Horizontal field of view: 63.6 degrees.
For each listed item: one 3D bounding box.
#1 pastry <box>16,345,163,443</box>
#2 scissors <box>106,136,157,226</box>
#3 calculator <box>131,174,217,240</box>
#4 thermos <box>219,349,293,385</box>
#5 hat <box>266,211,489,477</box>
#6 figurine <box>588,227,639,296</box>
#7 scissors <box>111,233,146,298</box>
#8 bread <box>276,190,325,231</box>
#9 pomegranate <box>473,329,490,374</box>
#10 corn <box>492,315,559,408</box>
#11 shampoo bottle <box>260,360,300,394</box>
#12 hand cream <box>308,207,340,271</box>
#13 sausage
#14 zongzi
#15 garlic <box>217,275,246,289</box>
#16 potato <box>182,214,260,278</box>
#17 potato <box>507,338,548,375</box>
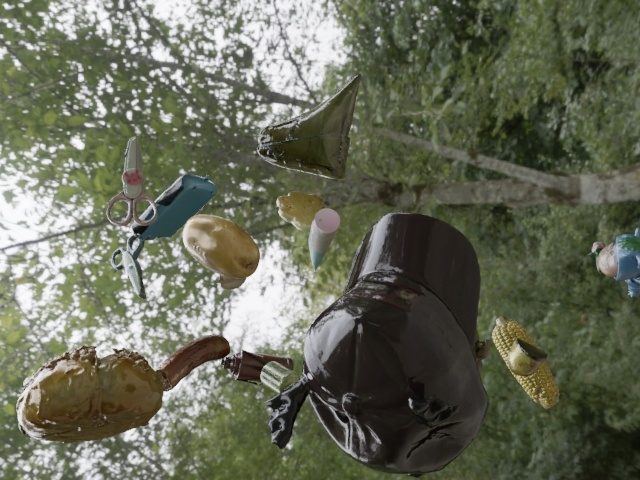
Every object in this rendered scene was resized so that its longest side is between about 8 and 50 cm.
[{"bbox_3d":[-0.541,0.355,1.227,0.284,0.315,0.184,113,147,-50],"label":"pastry"},{"bbox_3d":[-0.471,-0.151,1.303,0.030,0.118,0.242,119,148,-67],"label":"scissors"},{"bbox_3d":[-0.432,-0.095,1.531,0.293,0.051,0.173,-40,-16,16],"label":"calculator"},{"bbox_3d":[-0.211,0.410,1.677,0.124,0.232,0.099,-162,84,-77],"label":"thermos"},{"bbox_3d":[0.067,0.124,0.614,0.209,0.238,0.336,10,-96,-58],"label":"hat"},{"bbox_3d":[0.687,0.059,1.170,0.178,0.144,0.114,46,-119,-37],"label":"figurine"},{"bbox_3d":[-0.591,0.088,1.631,0.138,0.289,0.041,-40,-43,2],"label":"scissors"},{"bbox_3d":[-0.054,-0.093,1.686,0.251,0.182,0.039,-110,29,-56],"label":"bread"},{"bbox_3d":[0.127,0.203,0.922,0.260,0.340,0.260,3,-94,-48],"label":"pomegranate"},{"bbox_3d":[0.729,0.428,1.843,0.347,0.130,0.130,65,-175,27],"label":"corn"},{"bbox_3d":[-0.106,0.418,1.527,0.079,0.162,0.079,-9,-76,-38],"label":"shampoo bottle"},{"bbox_3d":[0.000,0.000,1.484,0.312,0.070,0.111,112,148,-71],"label":"hand cream"},{"bbox_3d":[-0.370,0.344,1.518,0.302,0.076,0.103,-25,-48,-58],"label":"sausage"},{"bbox_3d":[-0.038,-0.415,1.764,0.160,0.323,0.360,-32,-45,-80],"label":"zongzi"},{"bbox_3d":[-0.377,0.160,2.244,0.087,0.101,0.195,-44,7,34],"label":"garlic"},{"bbox_3d":[-0.205,0.009,1.056,0.109,0.178,0.118,-65,-21,4],"label":"potato"},{"bbox_3d":[0.572,0.347,1.457,0.066,0.096,0.103,-17,-52,-53],"label":"potato"}]
